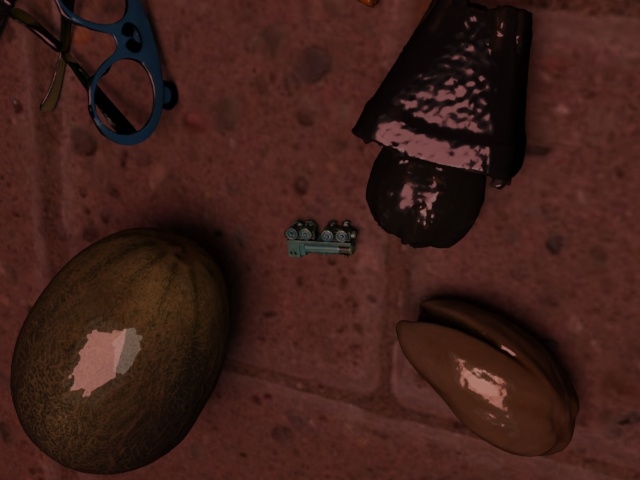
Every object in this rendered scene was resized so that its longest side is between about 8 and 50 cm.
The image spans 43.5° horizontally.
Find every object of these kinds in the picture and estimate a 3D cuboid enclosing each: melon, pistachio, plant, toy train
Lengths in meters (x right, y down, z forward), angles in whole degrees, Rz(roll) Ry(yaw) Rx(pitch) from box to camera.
[{"bbox_3d":[-0.242,0.135,0.990,0.249,0.248,0.329,32,109,9],"label":"melon"},{"bbox_3d":[0.185,0.151,0.895,0.226,0.136,0.135,39,118,12],"label":"pistachio"},{"bbox_3d":[0.129,-0.117,0.813,0.164,0.142,0.256,22,104,14],"label":"plant"},{"bbox_3d":[0.000,0.000,0.967,0.092,0.029,0.045,3,117,20],"label":"toy train"}]

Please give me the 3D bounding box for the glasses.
[{"bbox_3d":[-0.300,-0.219,0.968,0.207,0.102,0.239,-12,104,25],"label":"glasses"}]

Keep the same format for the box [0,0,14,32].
[{"bbox_3d":[-0.509,-0.295,1.059,0.211,0.045,0.270,39,117,6],"label":"box"}]

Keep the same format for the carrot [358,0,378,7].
[{"bbox_3d":[-0.023,-0.360,0.836,0.271,0.062,0.066,43,85,-1],"label":"carrot"}]
